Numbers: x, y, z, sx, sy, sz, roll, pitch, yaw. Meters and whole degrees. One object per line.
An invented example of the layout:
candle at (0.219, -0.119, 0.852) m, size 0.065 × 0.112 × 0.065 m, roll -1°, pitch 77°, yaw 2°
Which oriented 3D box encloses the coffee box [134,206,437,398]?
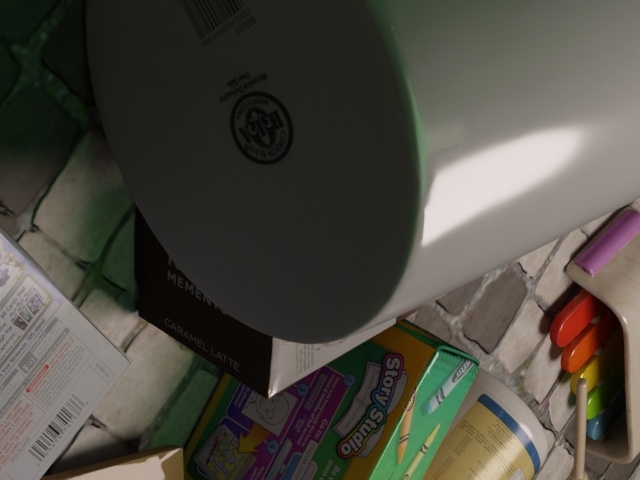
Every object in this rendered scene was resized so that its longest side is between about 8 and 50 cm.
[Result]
coffee box at (0.000, 0.000, 1.288) m, size 0.246 × 0.141 × 0.098 m, roll -28°, pitch 134°, yaw -41°

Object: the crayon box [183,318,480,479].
crayon box at (-0.014, 0.176, 1.372) m, size 0.081 × 0.165 × 0.278 m, roll 25°, pitch 93°, yaw -57°

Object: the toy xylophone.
toy xylophone at (0.315, 0.129, 1.853) m, size 0.236 × 0.081 × 0.323 m, roll -36°, pitch 139°, yaw -33°

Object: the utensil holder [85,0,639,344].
utensil holder at (0.089, -0.138, 1.137) m, size 0.385 × 0.327 × 0.328 m, roll -26°, pitch 133°, yaw -37°

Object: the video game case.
video game case at (-0.268, 0.116, 1.084) m, size 0.269 × 0.061 × 0.244 m, roll -52°, pitch 147°, yaw -13°

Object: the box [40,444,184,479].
box at (-0.181, 0.247, 1.275) m, size 0.201 × 0.021 × 0.164 m, roll -10°, pitch 103°, yaw -42°

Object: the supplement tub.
supplement tub at (0.095, 0.218, 1.568) m, size 0.200 × 0.144 × 0.144 m, roll -48°, pitch 144°, yaw -19°
